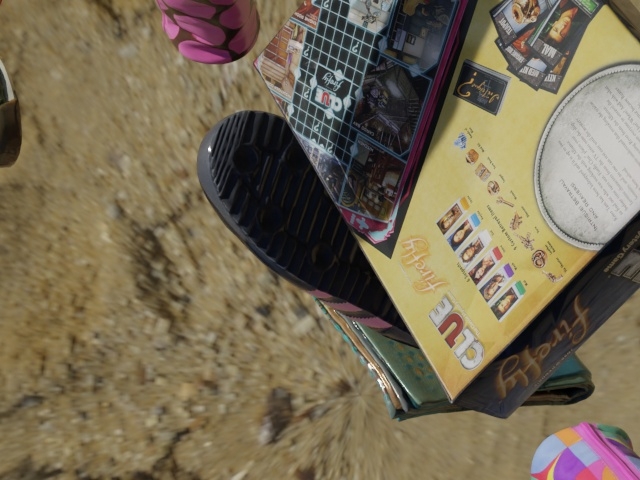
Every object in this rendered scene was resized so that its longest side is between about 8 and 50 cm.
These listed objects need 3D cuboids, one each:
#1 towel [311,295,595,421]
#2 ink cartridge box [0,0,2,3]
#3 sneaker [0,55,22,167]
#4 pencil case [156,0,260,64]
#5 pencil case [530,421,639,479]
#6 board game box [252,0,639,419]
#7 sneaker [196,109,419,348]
[{"bbox_3d":[0.082,0.029,1.676,0.370,0.271,0.040,53,128,33],"label":"towel"},{"bbox_3d":[-0.162,-0.104,0.377,0.232,0.066,0.189,20,76,-31],"label":"ink cartridge box"},{"bbox_3d":[-0.280,-0.133,1.218,0.086,0.064,0.192,-2,59,-35],"label":"sneaker"},{"bbox_3d":[-0.116,-0.230,1.524,0.098,0.209,0.095,-17,70,2],"label":"pencil case"},{"bbox_3d":[0.247,0.222,1.334,0.104,0.236,0.104,-4,106,-15],"label":"pencil case"},{"bbox_3d":[0.073,-0.062,0.788,0.165,0.042,0.243,-48,47,21],"label":"board game box"},{"bbox_3d":[0.000,0.000,1.379,0.319,0.131,0.112,38,74,-34],"label":"sneaker"}]
